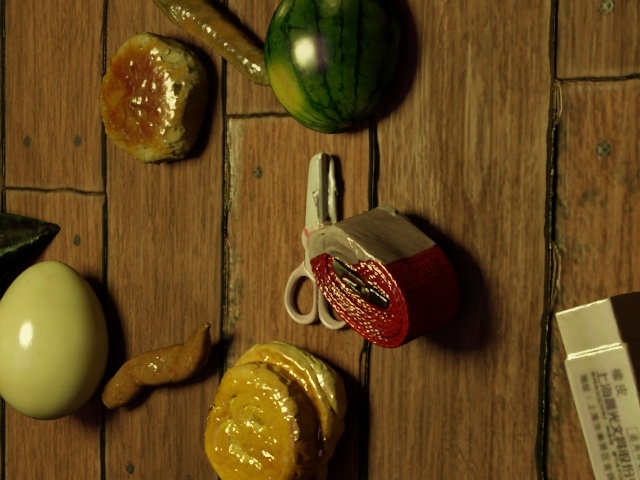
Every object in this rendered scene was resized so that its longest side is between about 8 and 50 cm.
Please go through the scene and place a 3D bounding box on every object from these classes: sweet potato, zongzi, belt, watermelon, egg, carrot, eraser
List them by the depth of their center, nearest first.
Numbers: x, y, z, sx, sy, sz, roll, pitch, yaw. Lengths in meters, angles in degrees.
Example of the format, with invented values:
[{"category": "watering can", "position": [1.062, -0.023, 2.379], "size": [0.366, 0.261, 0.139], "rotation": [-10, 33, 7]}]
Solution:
[{"category": "eraser", "position": [0.348, 0.200, 1.253], "size": [0.081, 0.124, 0.279], "rotation": [-20, 79, 36]}, {"category": "belt", "position": [0.086, 0.042, 1.453], "size": [0.201, 0.124, 0.128], "rotation": [42, 135, 34]}, {"category": "watermelon", "position": [0.000, -0.262, 1.505], "size": [0.204, 0.127, 0.232], "rotation": [-2, 85, 41]}, {"category": "carrot", "position": [-0.170, -0.320, 1.673], "size": [0.342, 0.070, 0.070], "rotation": [45, 117, 25]}, {"category": "sweet potato", "position": [-0.238, 0.192, 1.747], "size": [0.281, 0.059, 0.067], "rotation": [-26, 89, 37]}, {"category": "egg", "position": [-0.433, 0.159, 1.817], "size": [0.188, 0.188, 0.254], "rotation": [4, 89, 38]}, {"category": "zongzi", "position": [-0.639, 0.024, 1.995], "size": [0.383, 0.362, 0.319], "rotation": [152, 107, -75]}]

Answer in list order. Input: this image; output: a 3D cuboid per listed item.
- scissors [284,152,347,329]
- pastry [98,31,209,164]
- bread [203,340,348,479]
[{"category": "scissors", "position": [0.000, 0.000, 1.573], "size": [0.118, 0.030, 0.242], "rotation": [5, 99, 38]}, {"category": "pastry", "position": [-0.251, -0.213, 1.721], "size": [0.182, 0.093, 0.193], "rotation": [32, 110, 30]}, {"category": "bread", "position": [-0.064, 0.259, 1.578], "size": [0.198, 0.120, 0.236], "rotation": [27, 107, 36]}]
